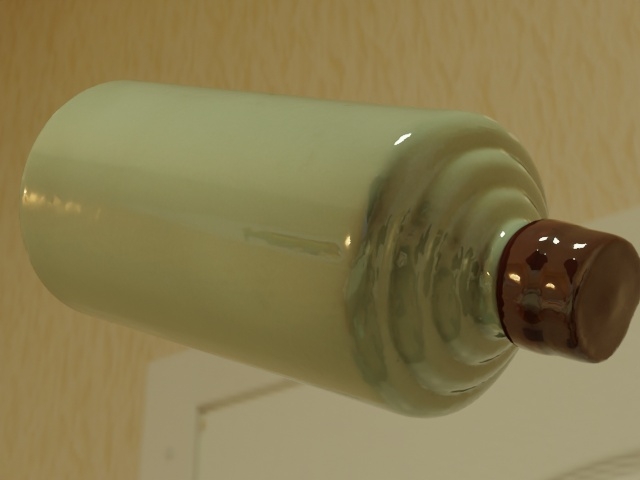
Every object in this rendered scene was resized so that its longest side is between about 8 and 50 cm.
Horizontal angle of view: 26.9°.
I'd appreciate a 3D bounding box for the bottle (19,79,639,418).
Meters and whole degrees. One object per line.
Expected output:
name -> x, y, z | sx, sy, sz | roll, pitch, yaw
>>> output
bottle -> 0.000, 0.000, 0.479 | 0.245, 0.104, 0.104 | 11, -20, 43
